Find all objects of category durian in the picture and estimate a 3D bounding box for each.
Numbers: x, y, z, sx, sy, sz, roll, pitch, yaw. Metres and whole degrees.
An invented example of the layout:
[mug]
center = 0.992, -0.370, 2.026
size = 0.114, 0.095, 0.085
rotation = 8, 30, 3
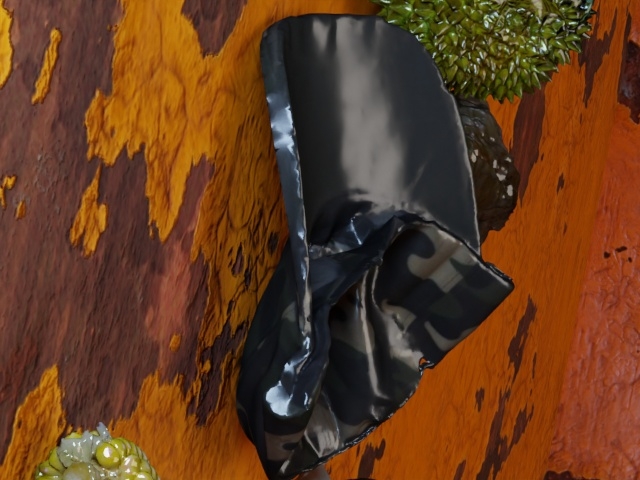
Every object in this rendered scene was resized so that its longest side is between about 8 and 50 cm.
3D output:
[durian]
center = 0.176, -0.271, 1.766
size = 0.291, 0.225, 0.291
rotation = 11, 90, -72

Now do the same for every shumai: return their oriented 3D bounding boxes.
[shumai]
center = 0.109, -0.087, 1.838
size = 0.218, 0.184, 0.185
rotation = 32, 34, -58

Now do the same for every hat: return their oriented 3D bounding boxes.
[hat]
center = 0.000, 0.000, 1.576
size = 0.366, 0.257, 0.381
rotation = -16, 79, -53

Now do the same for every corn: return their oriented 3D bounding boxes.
[corn]
center = -0.143, 0.233, 1.297
size = 0.291, 0.101, 0.101
rotation = 75, 31, -61

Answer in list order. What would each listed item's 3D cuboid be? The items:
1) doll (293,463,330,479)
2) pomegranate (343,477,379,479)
[doll]
center = -0.027, 0.308, 1.705
size = 0.102, 0.075, 0.227
rotation = 56, 44, -45
[pomegranate]
center = 0.045, 0.322, 1.842
size = 0.130, 0.130, 0.130
rotation = 10, 90, -72
